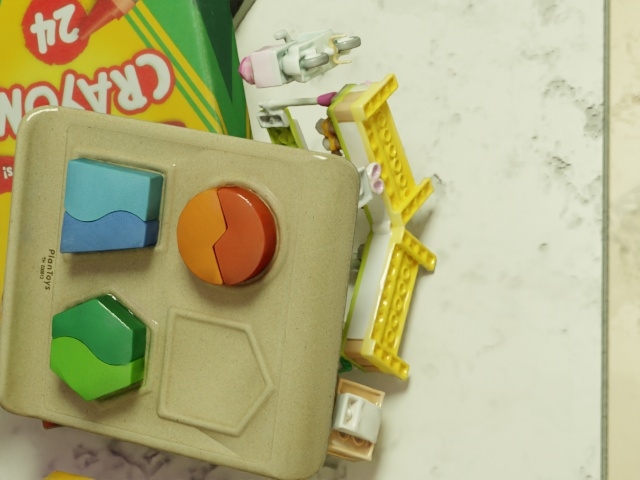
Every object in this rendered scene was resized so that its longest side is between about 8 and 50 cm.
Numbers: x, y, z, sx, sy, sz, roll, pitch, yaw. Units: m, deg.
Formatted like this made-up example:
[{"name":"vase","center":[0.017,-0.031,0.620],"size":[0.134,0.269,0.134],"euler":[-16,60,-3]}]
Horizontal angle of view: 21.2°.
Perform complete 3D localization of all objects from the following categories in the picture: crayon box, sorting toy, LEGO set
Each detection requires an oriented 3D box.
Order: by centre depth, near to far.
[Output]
[{"name":"sorting toy","center":[-0.104,0.080,1.097],"size":[0.229,0.041,0.307],"euler":[10,102,17]},{"name":"LEGO set","center":[0.000,0.000,1.153],"size":[0.107,0.132,0.287],"euler":[0,100,36]},{"name":"crayon box","center":[-0.143,-0.033,1.167],"size":[0.202,0.081,0.319],"euler":[-11,91,16]}]

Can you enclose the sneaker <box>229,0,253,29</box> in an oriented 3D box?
[{"name":"sneaker","center":[-0.122,-0.157,1.238],"size":[0.083,0.118,0.222],"euler":[21,79,24]}]
